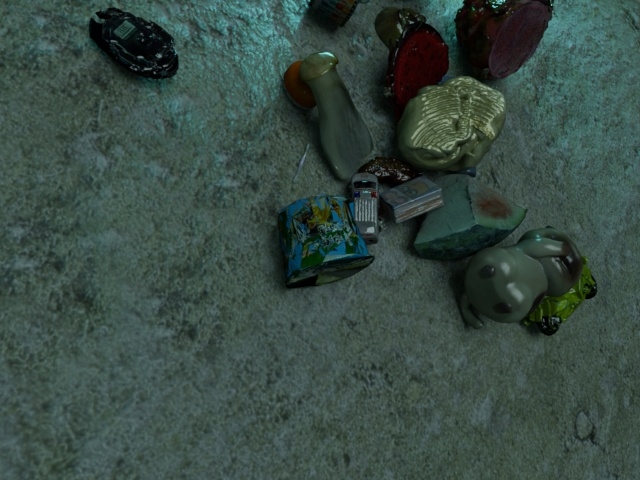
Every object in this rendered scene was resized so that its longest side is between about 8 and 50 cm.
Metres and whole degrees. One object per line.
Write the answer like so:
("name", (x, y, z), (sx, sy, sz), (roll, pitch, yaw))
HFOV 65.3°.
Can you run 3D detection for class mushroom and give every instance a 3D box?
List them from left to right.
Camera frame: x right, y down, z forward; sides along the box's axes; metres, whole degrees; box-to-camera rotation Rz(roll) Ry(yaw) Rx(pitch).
("mushroom", (0.041, -0.340, 1.351), (0.329, 0.122, 0.159), (62, 33, -36))

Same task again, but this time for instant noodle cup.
("instant noodle cup", (0.000, 0.000, 1.238), (0.240, 0.240, 0.178), (-7, 72, -26))

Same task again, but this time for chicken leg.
("chicken leg", (0.202, -0.196, 1.474), (0.233, 0.063, 0.105), (8, 67, -20))

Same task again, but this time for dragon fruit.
("dragon fruit", (0.280, -0.547, 1.559), (0.343, 0.100, 0.282), (-53, 140, -24))
("dragon fruit", (0.592, -0.736, 1.722), (0.314, 0.296, 0.263), (-23, 51, -25))

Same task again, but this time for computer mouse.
("computer mouse", (-0.461, -0.479, 1.241), (0.241, 0.077, 0.146), (36, 63, -7))

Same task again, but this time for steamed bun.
("steamed bun", (0.374, -0.324, 1.487), (0.276, 0.203, 0.289), (29, 81, 7))

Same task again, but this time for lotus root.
("lotus root", (0.286, -0.708, 1.656), (0.203, 0.078, 0.183), (46, 61, -5))

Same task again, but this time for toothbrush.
("toothbrush", (-0.053, -0.215, 1.388), (0.011, 0.013, 0.131), (21, 68, -7))

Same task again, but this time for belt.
("belt", (0.085, -0.787, 1.516), (0.160, 0.207, 0.295), (27, 51, -11))

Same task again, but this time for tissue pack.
("tissue pack", (0.255, -0.117, 1.416), (0.155, 0.115, 0.065), (-23, 120, -6))

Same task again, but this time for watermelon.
("watermelon", (0.418, -0.084, 1.471), (0.387, 0.228, 0.258), (-14, 72, -33))

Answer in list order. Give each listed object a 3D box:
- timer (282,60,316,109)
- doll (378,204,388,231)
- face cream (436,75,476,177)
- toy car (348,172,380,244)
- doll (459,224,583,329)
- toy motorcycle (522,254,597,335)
("timer", (-0.041, -0.443, 1.401), (0.136, 0.136, 0.099), (47, 56, -5))
("doll", (0.166, -0.070, 1.432), (0.085, 0.040, 0.058), (39, 75, -5))
("face cream", (0.455, -0.378, 1.633), (0.135, 0.086, 0.385), (3, 70, -8))
("toy car", (0.119, -0.095, 1.359), (0.089, 0.108, 0.210), (1, 77, 4))
("doll", (0.574, 0.092, 1.413), (0.370, 0.226, 0.215), (-25, 74, -8))
("toy motorcycle", (0.768, 0.149, 1.588), (0.342, 0.142, 0.206), (-29, 88, -30))
